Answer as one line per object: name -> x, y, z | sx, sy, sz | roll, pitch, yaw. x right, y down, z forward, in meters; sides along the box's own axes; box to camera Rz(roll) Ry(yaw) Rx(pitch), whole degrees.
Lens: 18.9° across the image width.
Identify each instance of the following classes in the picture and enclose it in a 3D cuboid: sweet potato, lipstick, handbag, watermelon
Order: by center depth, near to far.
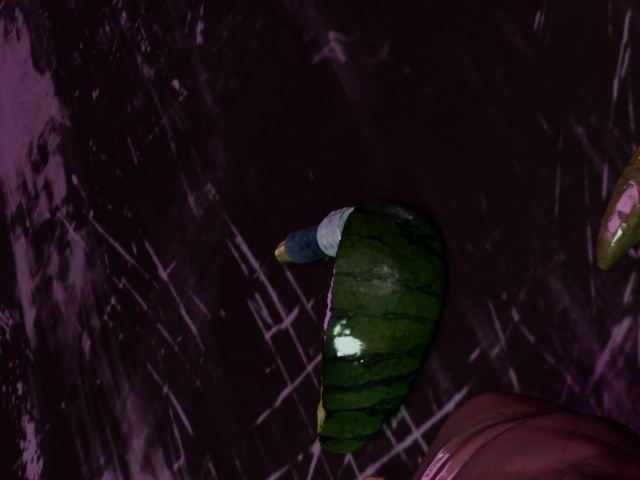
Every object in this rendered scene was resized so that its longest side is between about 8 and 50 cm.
handbag -> 0.102, 0.196, 0.984 | 0.135, 0.146, 0.225 | 37, 106, 57
sweet potato -> 0.199, -0.050, 1.094 | 0.041, 0.038, 0.153 | 36, 95, 38
watermelon -> 0.047, 0.050, 1.287 | 0.092, 0.075, 0.181 | 64, -143, -68
lipstick -> 0.000, 0.000, 1.399 | 0.116, 0.037, 0.037 | -15, 59, 61

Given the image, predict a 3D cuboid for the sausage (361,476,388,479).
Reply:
sausage -> 0.031, 0.192, 1.219 | 0.034, 0.034, 0.083 | -21, 55, 53
